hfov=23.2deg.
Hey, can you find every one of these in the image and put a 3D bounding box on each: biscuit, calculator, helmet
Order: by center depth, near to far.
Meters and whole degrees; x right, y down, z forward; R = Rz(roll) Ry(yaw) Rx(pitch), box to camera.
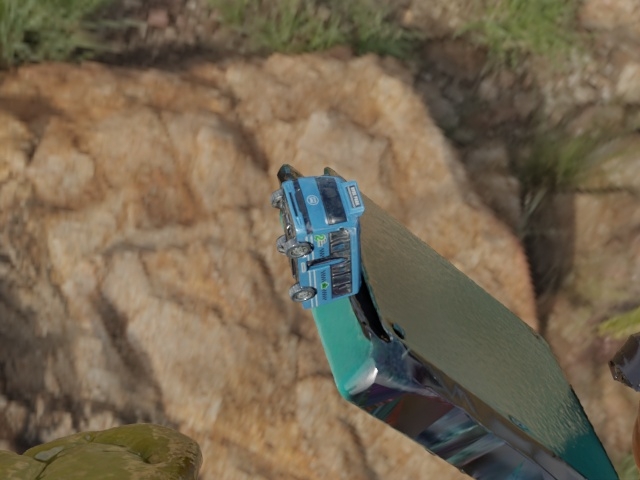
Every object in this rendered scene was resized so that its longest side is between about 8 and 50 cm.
[{"bbox_3d":[-0.168,0.152,0.890,0.203,0.260,0.041,-6,97,5],"label":"biscuit"},{"bbox_3d":[0.087,0.081,1.086,0.274,0.058,0.248,35,19,-29],"label":"calculator"},{"bbox_3d":[0.310,0.117,1.333,0.123,0.098,0.070,32,91,-3],"label":"helmet"}]

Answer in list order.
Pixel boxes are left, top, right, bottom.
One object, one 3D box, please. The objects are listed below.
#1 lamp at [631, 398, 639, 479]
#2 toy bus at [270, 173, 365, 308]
[{"bbox_3d":[0.336,0.169,1.176,0.197,0.223,0.223,-19,69,-24],"label":"lamp"},{"bbox_3d":[0.000,0.000,0.844,0.046,0.083,0.038,-13,59,-6],"label":"toy bus"}]
